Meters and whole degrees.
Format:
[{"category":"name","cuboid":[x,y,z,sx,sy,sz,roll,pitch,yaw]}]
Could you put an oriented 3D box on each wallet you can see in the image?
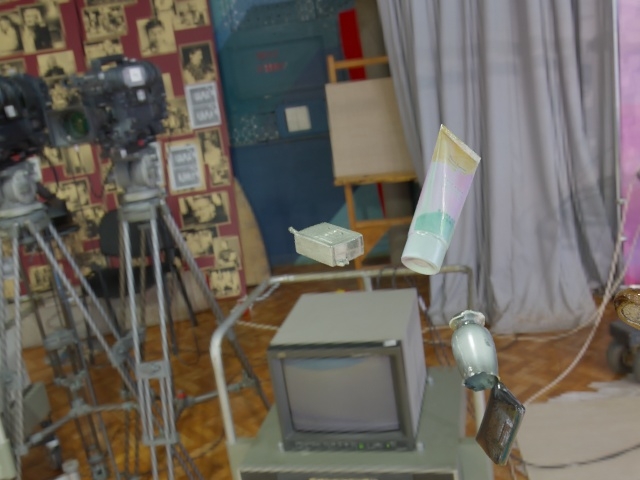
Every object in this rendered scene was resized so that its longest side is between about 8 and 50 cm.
[{"category":"wallet","cuboid":[0.552,0.563,2.228,0.044,0.250,0.149,-2,29,-25]}]

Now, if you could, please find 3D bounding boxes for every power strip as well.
[{"category":"power strip","cuboid":[0.000,0.000,1.286,0.075,0.042,0.175,-22,26,-35]}]

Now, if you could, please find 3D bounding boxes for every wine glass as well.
[{"category":"wine glass","cuboid":[0.401,0.286,1.893,0.111,0.111,0.204,-7,48,5]}]

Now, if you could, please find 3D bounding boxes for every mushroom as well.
[{"category":"mushroom","cuboid":[0.596,0.123,1.311,0.123,0.123,0.052,3,52,36]}]

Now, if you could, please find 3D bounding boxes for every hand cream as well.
[{"category":"hand cream","cuboid":[0.142,-0.047,0.855,0.047,0.076,0.174,-8,54,52]}]
